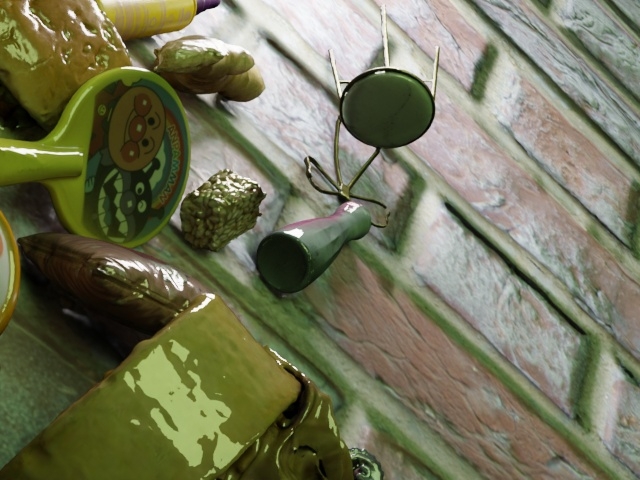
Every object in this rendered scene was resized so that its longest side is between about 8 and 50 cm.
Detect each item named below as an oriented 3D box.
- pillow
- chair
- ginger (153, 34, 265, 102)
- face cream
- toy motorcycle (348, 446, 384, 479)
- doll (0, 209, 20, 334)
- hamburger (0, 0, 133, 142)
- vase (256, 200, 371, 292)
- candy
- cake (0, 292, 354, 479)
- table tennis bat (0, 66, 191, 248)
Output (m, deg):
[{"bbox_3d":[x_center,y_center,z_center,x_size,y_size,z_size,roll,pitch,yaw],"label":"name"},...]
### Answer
[{"bbox_3d":[-0.205,0.057,1.526,0.236,0.223,0.084,28,88,-32],"label":"pillow"},{"bbox_3d":[0.093,-0.192,2.046,0.160,0.170,0.325,35,35,-24],"label":"chair"},{"bbox_3d":[-0.156,-0.233,1.795,0.148,0.081,0.334,18,1,2],"label":"ginger"},{"bbox_3d":[-0.234,-0.322,1.866,0.273,0.078,0.078,-23,79,-51],"label":"face cream"},{"bbox_3d":[0.038,0.359,1.581,0.130,0.094,0.229,34,59,-12],"label":"toy motorcycle"},{"bbox_3d":[-0.386,0.064,1.329,0.236,0.213,0.213,65,29,-31],"label":"doll"},{"bbox_3d":[-0.372,-0.224,1.580,0.330,0.162,0.209,50,36,-11],"label":"hamburger"},{"bbox_3d":[0.000,0.000,1.857,0.086,0.086,0.214,55,33,2],"label":"vase"},{"bbox_3d":[-0.128,-0.040,1.739,0.085,0.095,0.110,23,42,23],"label":"candy"},{"bbox_3d":[-0.121,0.261,1.326,0.321,0.332,0.332,47,38,-1],"label":"cake"},{"bbox_3d":[-0.273,-0.094,1.564,0.369,0.054,0.224,-4,104,-54],"label":"table tennis bat"}]
